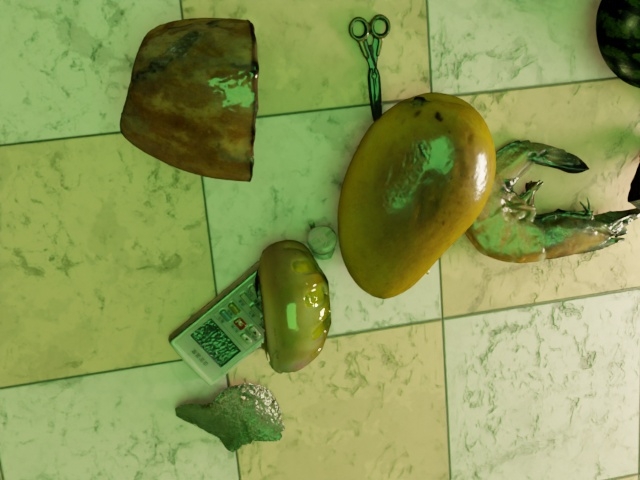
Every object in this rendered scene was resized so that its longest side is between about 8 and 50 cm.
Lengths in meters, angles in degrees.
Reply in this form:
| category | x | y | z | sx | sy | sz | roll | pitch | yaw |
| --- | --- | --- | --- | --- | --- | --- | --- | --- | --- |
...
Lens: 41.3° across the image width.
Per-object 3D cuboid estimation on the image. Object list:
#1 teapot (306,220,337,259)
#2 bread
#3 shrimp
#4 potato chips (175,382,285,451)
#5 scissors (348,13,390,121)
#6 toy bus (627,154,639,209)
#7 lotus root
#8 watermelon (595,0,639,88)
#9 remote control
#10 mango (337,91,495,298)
| category | x | y | z | sx | sy | sz | roll | pitch | yaw |
| --- | --- | --- | --- | --- | --- | --- | --- | --- | --- |
| teapot | 0.000 | 0.000 | 1.792 | 0.064 | 0.064 | 0.083 | -27 | 65 | -10 |
| bread | -0.045 | 0.140 | 1.720 | 0.158 | 0.156 | 0.261 | -6 | 105 | -10 |
| shrimp | 0.527 | -0.085 | 1.883 | 0.444 | 0.085 | 0.272 | 0 | 99 | -9 |
| potato chips | -0.199 | 0.386 | 1.857 | 0.228 | 0.059 | 0.167 | -13 | 116 | -8 |
| scissors | 0.109 | -0.351 | 1.751 | 0.088 | 0.017 | 0.220 | -9 | 107 | -10 |
| toy bus | 0.739 | -0.146 | 1.883 | 0.072 | 0.057 | 0.172 | 34 | 69 | -18 |
| lotus root | -0.228 | -0.289 | 1.553 | 0.249 | 0.316 | 0.316 | 8 | 103 | -7 |
| watermelon | 0.699 | -0.446 | 1.734 | 0.268 | 0.269 | 0.269 | -3 | 105 | -11 |
| remote control | -0.151 | 0.152 | 1.809 | 0.344 | 0.050 | 0.145 | -40 | 109 | 1 |
| mango | 0.187 | -0.084 | 1.741 | 0.301 | 0.220 | 0.445 | 12 | 111 | -20 |
